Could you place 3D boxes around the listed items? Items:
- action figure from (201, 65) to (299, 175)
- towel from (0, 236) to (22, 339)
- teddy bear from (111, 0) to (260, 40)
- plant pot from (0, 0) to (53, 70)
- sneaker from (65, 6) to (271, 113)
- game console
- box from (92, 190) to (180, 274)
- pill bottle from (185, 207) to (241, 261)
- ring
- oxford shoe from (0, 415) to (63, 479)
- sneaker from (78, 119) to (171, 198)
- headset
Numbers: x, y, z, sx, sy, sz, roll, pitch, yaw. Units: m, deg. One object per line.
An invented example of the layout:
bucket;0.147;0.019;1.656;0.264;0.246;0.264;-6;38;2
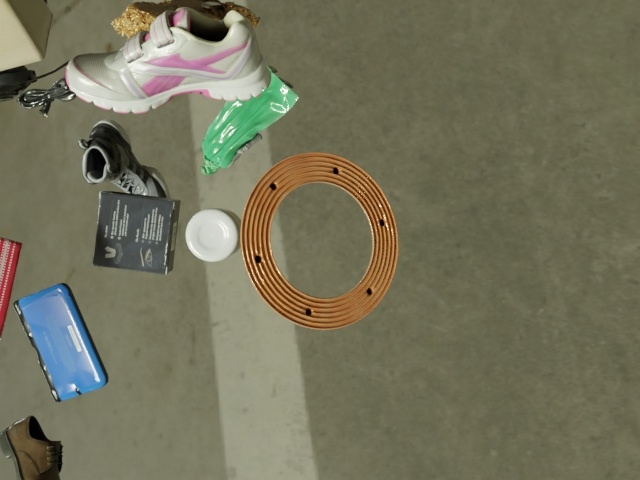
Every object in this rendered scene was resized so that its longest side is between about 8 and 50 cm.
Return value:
action figure;-0.145;-0.209;1.648;0.232;0.063;0.137;-49;63;17
towel;-0.706;0.068;1.667;0.031;0.275;0.198;142;137;-65
teddy bear;-0.281;-0.456;1.949;0.245;0.338;0.113;18;119;11
plant pot;-0.376;-0.257;1.021;0.109;0.096;0.109;-14;43;4
sneaker;-0.190;-0.233;1.124;0.103;0.252;0.111;-108;13;-48
game console;-0.685;0.264;2.440;0.250;0.173;0.293;-21;95;20
box;-0.384;-0.019;1.908;0.093;0.158;0.156;-93;10;-85
pill bottle;-0.204;-0.013;1.798;0.184;0.103;0.103;-99;17;-88
ring;0.000;0.000;1.714;0.032;0.337;0.336;-13;76;62
oxford shoe;-0.533;0.433;1.753;0.096;0.083;0.227;-39;69;2
sneaker;-0.465;-0.146;2.128;0.101;0.153;0.268;-28;105;26
headset;-0.527;-0.313;1.428;0.185;0.394;0.243;-8;70;25
